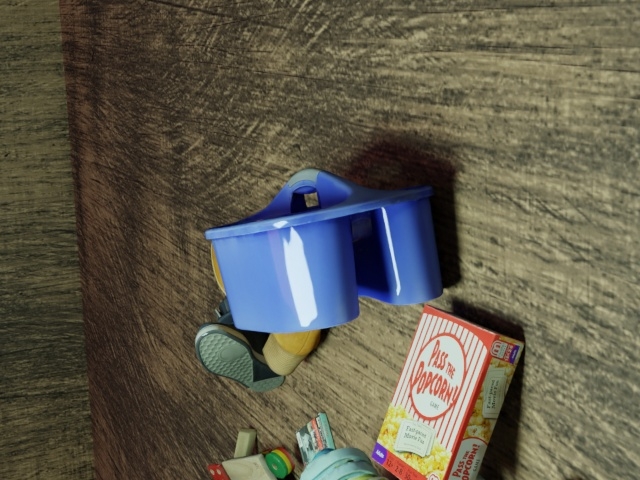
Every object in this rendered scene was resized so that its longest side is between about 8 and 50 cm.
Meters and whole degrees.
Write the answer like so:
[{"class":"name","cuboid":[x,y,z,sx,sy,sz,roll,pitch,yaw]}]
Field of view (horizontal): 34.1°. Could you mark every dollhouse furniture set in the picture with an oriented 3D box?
[{"class":"dollhouse furniture set","cuboid":[-0.116,0.409,1.923,0.081,0.091,0.114,41,-123,-65]}]

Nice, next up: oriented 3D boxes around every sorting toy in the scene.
[{"class":"sorting toy","cuboid":[-0.096,0.421,1.793,0.274,0.046,0.132,-26,95,54]}]

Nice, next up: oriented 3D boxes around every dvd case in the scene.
[{"class":"dvd case","cuboid":[-0.006,0.330,1.652,0.119,0.013,0.087,-50,52,57]}]

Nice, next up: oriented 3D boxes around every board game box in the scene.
[{"class":"board game box","cuboid":[0.139,0.182,1.168,0.147,0.045,0.193,19,90,63]}]

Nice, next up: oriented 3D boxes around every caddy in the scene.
[{"class":"caddy","cuboid":[0.000,0.000,1.276,0.341,0.241,0.179,-6,96,65]}]

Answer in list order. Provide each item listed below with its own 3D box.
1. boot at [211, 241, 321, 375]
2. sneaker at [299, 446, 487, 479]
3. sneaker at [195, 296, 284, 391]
[{"class":"boot","cuboid":[-0.068,0.044,1.625,0.295,0.104,0.211,61,143,29]},{"class":"sneaker","cuboid":[0.072,0.316,1.293,0.319,0.127,0.208,-43,43,30]},{"class":"sneaker","cuboid":[-0.151,0.144,1.728,0.226,0.086,0.163,46,-161,-54]}]
